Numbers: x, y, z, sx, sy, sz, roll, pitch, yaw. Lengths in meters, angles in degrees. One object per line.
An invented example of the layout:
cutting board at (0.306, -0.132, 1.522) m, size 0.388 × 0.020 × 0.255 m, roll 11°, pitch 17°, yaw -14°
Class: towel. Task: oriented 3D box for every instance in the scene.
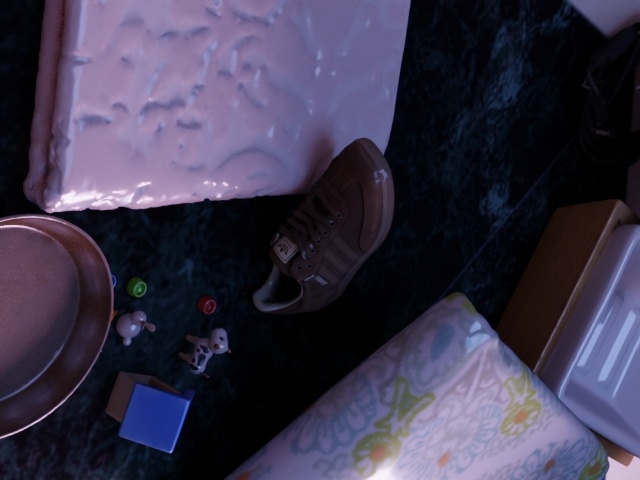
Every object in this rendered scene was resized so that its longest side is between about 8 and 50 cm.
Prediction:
towel at (-0.055, -0.182, 0.905) m, size 0.331 × 0.053 × 0.317 m, roll -7°, pitch 111°, yaw -45°
towel at (0.079, 0.228, 1.130) m, size 0.320 × 0.090 × 0.374 m, roll -43°, pitch 140°, yaw 3°

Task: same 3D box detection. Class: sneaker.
sneaker at (0.000, 0.000, 0.986) m, size 0.071 × 0.066 × 0.188 m, roll -19°, pitch 148°, yaw -32°

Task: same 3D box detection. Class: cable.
cable at (0.341, -0.161, 1.332) m, size 0.184 × 0.047 × 0.151 m, roll -41°, pitch 130°, yaw -29°

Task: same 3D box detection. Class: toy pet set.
toy pet set at (-0.120, 0.094, 0.946) m, size 0.122 × 0.065 × 0.114 m, roll 16°, pitch 95°, yaw -48°

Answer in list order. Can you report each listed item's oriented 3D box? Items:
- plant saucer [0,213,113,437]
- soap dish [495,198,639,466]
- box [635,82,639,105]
plant saucer at (-0.218, 0.056, 0.846) m, size 0.168 × 0.029 × 0.168 m, roll -23°, pitch 128°, yaw -34°
soap dish at (0.307, 0.103, 1.359) m, size 0.291 × 0.118 × 0.229 m, roll 32°, pitch 83°, yaw -49°
box at (0.427, -0.084, 1.323) m, size 0.293 × 0.073 × 0.296 m, roll -44°, pitch 124°, yaw -47°
